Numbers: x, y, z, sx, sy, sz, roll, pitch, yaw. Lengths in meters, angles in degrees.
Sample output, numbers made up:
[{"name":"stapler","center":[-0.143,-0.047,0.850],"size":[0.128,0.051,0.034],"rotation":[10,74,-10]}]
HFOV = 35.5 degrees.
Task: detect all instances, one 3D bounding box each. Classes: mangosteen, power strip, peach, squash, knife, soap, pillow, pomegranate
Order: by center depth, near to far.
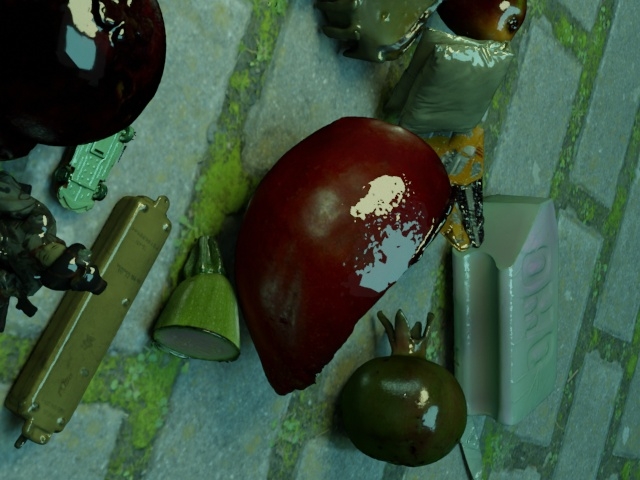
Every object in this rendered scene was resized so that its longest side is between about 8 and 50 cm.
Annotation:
[{"name":"mangosteen","center":[-0.237,-0.176,0.884],"size":[0.210,0.210,0.210],"rotation":[-16,111,-47]},{"name":"power strip","center":[-0.245,0.080,1.060],"size":[0.064,0.044,0.305],"rotation":[46,63,-46]},{"name":"squash","center":[-0.133,0.066,1.170],"size":[0.105,0.105,0.132],"rotation":[43,47,-46]},{"name":"peach","center":[0.000,0.000,1.214],"size":[0.201,0.258,0.361],"rotation":[36,80,-3]},{"name":"pillow","center":[0.176,-0.214,1.357],"size":[0.134,0.181,0.077],"rotation":[3,58,-14]},{"name":"pomegranate","center":[0.121,0.211,1.442],"size":[0.181,0.181,0.224],"rotation":[23,65,-50]},{"name":"soap","center":[0.311,0.105,1.661],"size":[0.208,0.115,0.347],"rotation":[-22,114,-53]},{"name":"knife","center":[0.252,0.311,1.734],"size":[0.047,0.017,0.298],"rotation":[-37,125,-37]}]

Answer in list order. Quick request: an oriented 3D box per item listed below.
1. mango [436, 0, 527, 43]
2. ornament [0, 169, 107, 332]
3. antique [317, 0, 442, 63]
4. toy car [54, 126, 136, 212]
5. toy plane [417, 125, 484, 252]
[{"name":"mango","center":[0.221,-0.374,1.410],"size":[0.111,0.133,0.267],"rotation":[35,41,-36]},{"name":"ornament","center":[-0.280,0.014,0.881],"size":[0.153,0.196,0.166],"rotation":[10,90,-52]},{"name":"antique","center":[0.107,-0.366,1.315],"size":[0.284,0.150,0.125],"rotation":[-57,133,-12]},{"name":"toy car","center":[-0.237,-0.088,1.033],"size":[0.059,0.035,0.122],"rotation":[28,86,-50]},{"name":"toy plane","center":[0.189,-0.132,1.483],"size":[0.103,0.204,0.316],"rotation":[-59,180,45]}]
